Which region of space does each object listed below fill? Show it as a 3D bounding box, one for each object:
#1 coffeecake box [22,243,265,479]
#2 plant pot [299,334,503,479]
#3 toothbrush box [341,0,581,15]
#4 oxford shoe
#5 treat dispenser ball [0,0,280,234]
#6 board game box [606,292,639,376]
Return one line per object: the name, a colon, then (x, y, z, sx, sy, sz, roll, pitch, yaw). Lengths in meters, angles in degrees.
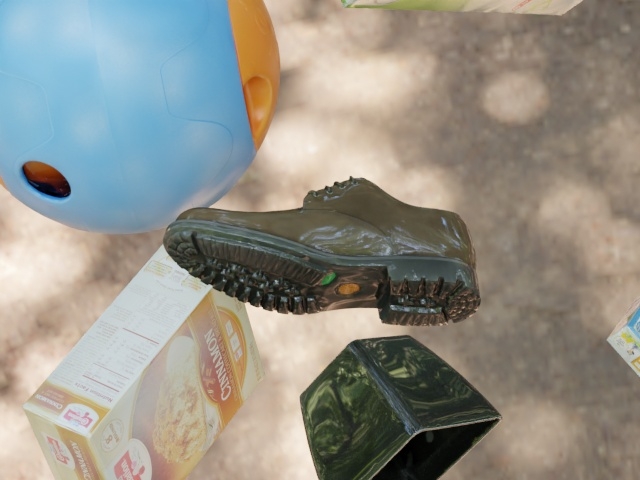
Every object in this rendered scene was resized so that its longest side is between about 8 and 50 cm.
coffeecake box: (-0.131, 0.116, 1.281, 0.068, 0.142, 0.185, 20, 54, 27)
plant pot: (0.085, 0.227, 2.152, 0.187, 0.188, 0.167, -1, 50, -49)
toothbrush box: (0.145, -0.258, 1.141, 0.206, 0.122, 0.283, -34, -15, 35)
oxford shoe: (0.000, 0.000, 1.194, 0.227, 0.083, 0.096, 8, 57, -12)
treat dispenser ball: (-0.180, -0.149, 1.474, 0.288, 0.288, 0.288, -8, 42, 8)
board game box: (0.318, 0.083, 1.457, 0.103, 0.026, 0.154, 48, 39, 0)
